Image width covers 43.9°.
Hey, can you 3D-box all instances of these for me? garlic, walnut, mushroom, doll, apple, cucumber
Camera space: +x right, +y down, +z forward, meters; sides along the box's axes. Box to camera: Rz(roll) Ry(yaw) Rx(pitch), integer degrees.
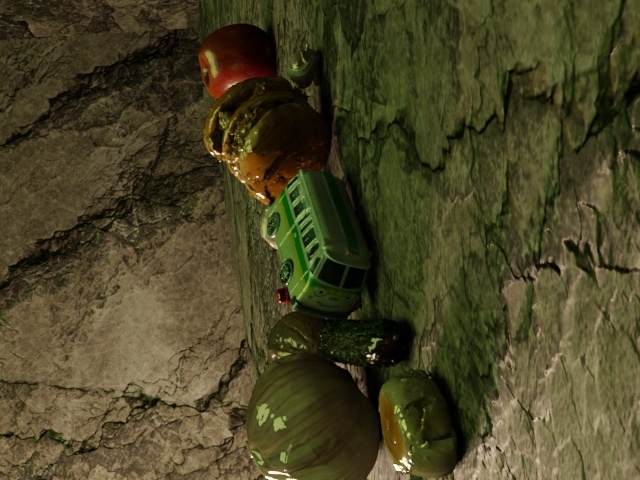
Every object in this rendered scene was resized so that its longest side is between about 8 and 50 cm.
[{"bbox_3d":[-0.023,0.370,1.583,0.317,0.259,0.317,59,166,24],"label":"garlic"},{"bbox_3d":[-0.037,0.252,1.847,0.230,0.178,0.178,-162,66,-70],"label":"walnut"},{"bbox_3d":[-0.124,-0.083,2.189,0.088,0.096,0.213,-146,49,-88],"label":"mushroom"},{"bbox_3d":[-0.028,-0.363,1.682,0.084,0.073,0.127,47,164,8],"label":"doll"},{"bbox_3d":[-0.228,-0.492,2.204,0.218,0.201,0.218,166,90,-74],"label":"apple"},{"bbox_3d":[0.082,0.187,1.436,0.359,0.096,0.096,163,99,-75],"label":"cucumber"}]

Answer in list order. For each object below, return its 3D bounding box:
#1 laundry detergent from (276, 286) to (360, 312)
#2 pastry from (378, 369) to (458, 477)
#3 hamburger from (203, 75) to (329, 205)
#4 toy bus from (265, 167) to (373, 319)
[{"bbox_3d":[-0.006,0.110,1.594,0.049,0.165,0.097,108,153,-60],"label":"laundry detergent"},{"bbox_3d":[0.145,0.279,1.191,0.166,0.088,0.166,170,90,-79],"label":"pastry"},{"bbox_3d":[-0.101,-0.214,1.685,0.211,0.245,0.260,46,170,37],"label":"hamburger"},{"bbox_3d":[0.000,0.000,1.522,0.165,0.133,0.276,-54,38,33],"label":"toy bus"}]
